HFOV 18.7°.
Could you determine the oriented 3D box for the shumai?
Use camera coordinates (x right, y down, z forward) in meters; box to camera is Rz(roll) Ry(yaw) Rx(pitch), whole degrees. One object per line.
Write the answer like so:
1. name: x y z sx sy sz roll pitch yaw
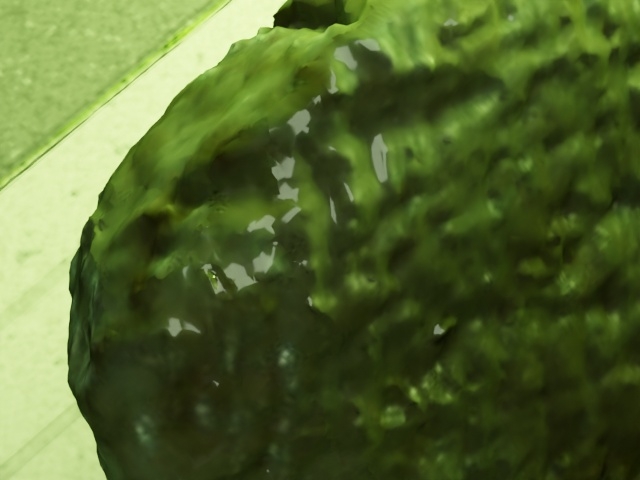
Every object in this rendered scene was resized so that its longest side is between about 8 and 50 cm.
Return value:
1. shumai: 0.000 0.000 0.878 0.330 0.292 0.288 -35 30 -24
